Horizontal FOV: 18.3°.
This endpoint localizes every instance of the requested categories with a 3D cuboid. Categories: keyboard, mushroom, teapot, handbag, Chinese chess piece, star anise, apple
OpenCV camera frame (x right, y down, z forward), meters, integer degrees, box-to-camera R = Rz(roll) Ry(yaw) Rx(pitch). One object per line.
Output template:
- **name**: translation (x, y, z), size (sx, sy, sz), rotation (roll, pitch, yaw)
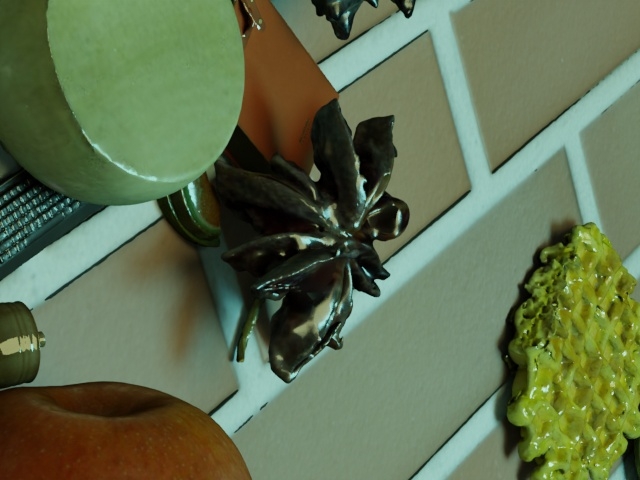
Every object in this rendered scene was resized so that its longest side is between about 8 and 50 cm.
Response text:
- **keyboard**: translation (-0.215, -0.041, 1.646), size (0.196, 0.015, 0.074), rotation (-40, 120, -47)
- **mushroom**: translation (-0.041, -0.014, 1.884), size (0.026, 0.028, 0.286), rotation (112, -3, -65)
- **teapot**: translation (-0.263, 0.067, 1.553), size (0.080, 0.085, 0.110), rotation (-7, 64, -32)
- **handbag**: translation (-0.060, -0.141, 1.829), size (0.190, 0.062, 0.127), rotation (51, 50, -43)
- **Chinese chess piece**: translation (-0.172, -0.153, 1.623), size (0.250, 0.101, 0.250), rotation (15, 71, -50)
- **star anise**: translation (-0.001, -0.004, 1.801), size (0.212, 0.129, 0.283), rotation (44, 66, -47)
- **apple**: translation (-0.175, 0.211, 1.490), size (0.272, 0.251, 0.206), rotation (-1, 90, -41)

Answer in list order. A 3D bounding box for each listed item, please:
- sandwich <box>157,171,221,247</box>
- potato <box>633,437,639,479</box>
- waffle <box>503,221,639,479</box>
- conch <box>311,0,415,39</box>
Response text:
- **sandwich**: translation (-0.116, -0.050, 1.770), size (0.067, 0.029, 0.135), rotation (-40, 120, -47)
- **potato**: translation (0.419, 0.267, 2.479), size (0.120, 0.081, 0.149), rotation (35, 74, -13)
- **waffle**: translation (0.300, 0.140, 2.311), size (0.312, 0.060, 0.307), rotation (-24, 107, -54)
- **conch**: translation (0.016, -0.345, 1.830), size (0.240, 0.186, 0.313), rotation (-9, 90, -58)
